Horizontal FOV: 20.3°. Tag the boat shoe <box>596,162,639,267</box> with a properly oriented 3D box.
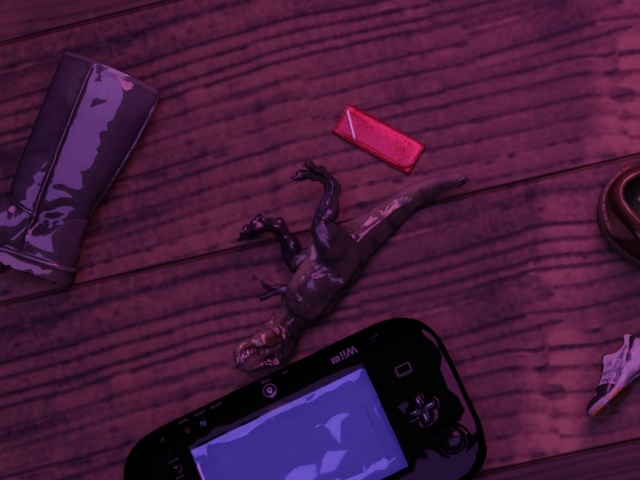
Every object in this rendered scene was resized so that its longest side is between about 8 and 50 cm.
[{"bbox_3d":[0.393,0.009,1.526,0.324,0.120,0.122,14,84,11],"label":"boat shoe"}]

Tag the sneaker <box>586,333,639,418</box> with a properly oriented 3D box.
[{"bbox_3d":[0.259,0.120,1.581,0.037,0.032,0.083,39,84,26],"label":"sneaker"}]

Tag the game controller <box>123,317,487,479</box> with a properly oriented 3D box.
[{"bbox_3d":[-0.017,0.196,1.592,0.319,0.067,0.166,-26,78,4],"label":"game controller"}]

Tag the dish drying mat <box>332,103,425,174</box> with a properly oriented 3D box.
[{"bbox_3d":[0.054,-0.094,1.654,0.083,0.008,0.032,30,86,12],"label":"dish drying mat"}]

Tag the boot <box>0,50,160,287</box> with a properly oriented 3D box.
[{"bbox_3d":[-0.270,-0.080,1.671,0.190,0.076,0.208,19,92,-3],"label":"boot"}]

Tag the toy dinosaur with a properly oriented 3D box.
[{"bbox_3d":[0.000,0.000,1.625,0.268,0.064,0.118,-45,84,-2],"label":"toy dinosaur"}]
